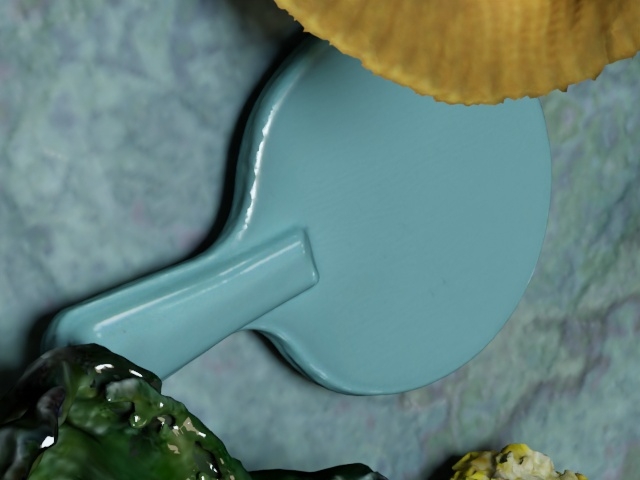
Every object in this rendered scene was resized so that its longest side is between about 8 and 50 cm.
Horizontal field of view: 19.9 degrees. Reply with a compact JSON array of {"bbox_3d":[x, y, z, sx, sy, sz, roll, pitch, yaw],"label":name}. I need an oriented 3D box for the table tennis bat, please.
[{"bbox_3d":[0.000,0.000,0.658,0.237,0.038,0.149,-29,116,-35],"label":"table tennis bat"}]

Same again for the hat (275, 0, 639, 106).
[{"bbox_3d":[0.090,-0.191,0.593,0.233,0.244,0.233,-33,103,-46],"label":"hat"}]

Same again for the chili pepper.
[{"bbox_3d":[-0.061,0.119,0.587,0.264,0.116,0.148,4,140,-43],"label":"chili pepper"}]

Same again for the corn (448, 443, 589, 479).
[{"bbox_3d":[0.055,0.225,0.698,0.106,0.106,0.293,18,88,-38],"label":"corn"}]
